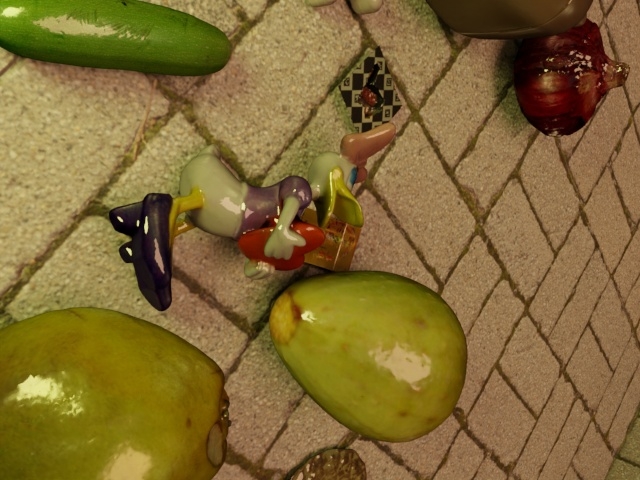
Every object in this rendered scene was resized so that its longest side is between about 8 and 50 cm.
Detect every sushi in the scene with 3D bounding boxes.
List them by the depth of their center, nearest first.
[{"bbox_3d":[0.076,-0.236,0.975,0.120,0.026,0.126,-50,132,-24],"label":"sushi"}]

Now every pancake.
[{"bbox_3d":[0.004,0.484,1.082,0.235,0.029,0.211,22,85,-42],"label":"pancake"}]

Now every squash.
[{"bbox_3d":[-0.224,-0.235,0.673,0.293,0.082,0.082,-6,104,-40],"label":"squash"}]

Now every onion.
[{"bbox_3d":[0.507,-0.337,1.198,0.252,0.219,0.251,-19,116,-46],"label":"onion"}]

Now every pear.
[{"bbox_3d":[-0.257,0.206,0.645,0.322,0.269,0.268,-10,108,-20],"label":"pear"}]

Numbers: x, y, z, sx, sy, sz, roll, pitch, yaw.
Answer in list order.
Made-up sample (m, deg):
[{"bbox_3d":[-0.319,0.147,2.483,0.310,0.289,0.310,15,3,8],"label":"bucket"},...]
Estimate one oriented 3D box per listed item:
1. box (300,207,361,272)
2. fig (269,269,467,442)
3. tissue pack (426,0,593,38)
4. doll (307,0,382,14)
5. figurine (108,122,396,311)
[{"bbox_3d":[0.000,0.000,0.966,0.156,0.022,0.088,21,87,-42],"label":"box"},{"bbox_3d":[0.072,0.163,0.919,0.326,0.258,0.257,32,78,-27],"label":"fig"},{"bbox_3d":[0.340,-0.530,0.970,0.277,0.268,0.386,17,88,-45],"label":"tissue pack"},{"bbox_3d":[0.030,-0.424,0.865,0.161,0.059,0.159,-7,105,-39],"label":"doll"},{"bbox_3d":[-0.074,-0.051,0.806,0.421,0.154,0.193,-12,69,-27],"label":"figurine"}]
